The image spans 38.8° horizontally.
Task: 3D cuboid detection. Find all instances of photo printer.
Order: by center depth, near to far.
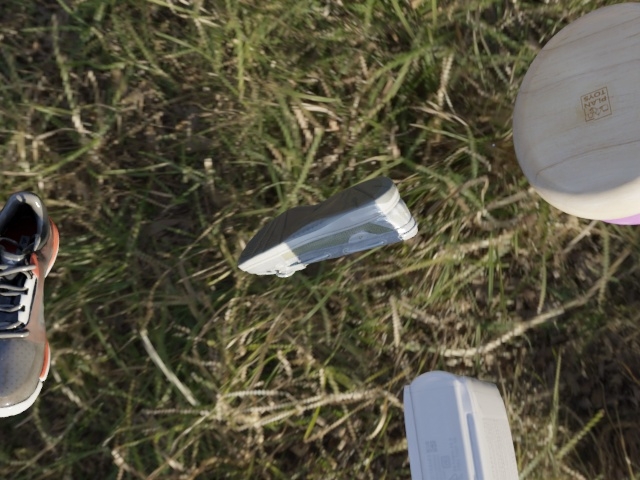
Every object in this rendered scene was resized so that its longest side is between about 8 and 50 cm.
[{"bbox_3d":[0.216,0.326,1.332,0.107,0.307,0.255,-12,75,18],"label":"photo printer"}]

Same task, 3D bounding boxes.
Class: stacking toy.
[{"bbox_3d":[0.287,-0.059,0.685,0.141,0.330,0.141,-12,73,42],"label":"stacking toy"}]

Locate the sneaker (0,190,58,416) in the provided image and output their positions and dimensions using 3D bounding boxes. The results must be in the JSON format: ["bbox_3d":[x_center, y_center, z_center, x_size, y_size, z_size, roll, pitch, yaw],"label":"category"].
[{"bbox_3d":[-0.209,0.036,0.602,0.061,0.065,0.157,2,60,-13],"label":"sneaker"}]

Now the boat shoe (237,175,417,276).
[{"bbox_3d":[0.002,-0.002,1.478,0.321,0.118,0.103,-23,115,28],"label":"boat shoe"}]
